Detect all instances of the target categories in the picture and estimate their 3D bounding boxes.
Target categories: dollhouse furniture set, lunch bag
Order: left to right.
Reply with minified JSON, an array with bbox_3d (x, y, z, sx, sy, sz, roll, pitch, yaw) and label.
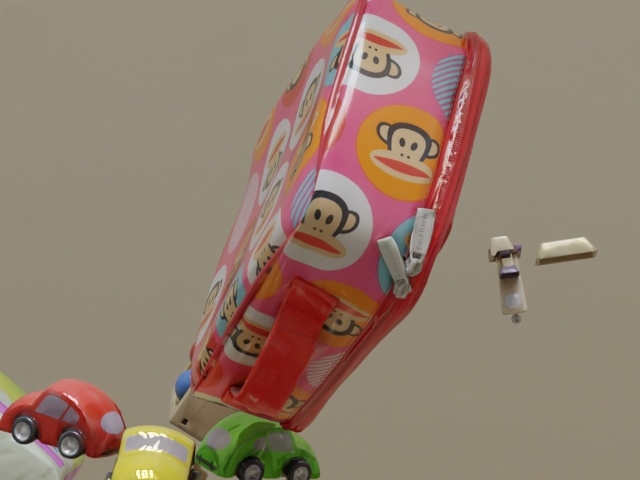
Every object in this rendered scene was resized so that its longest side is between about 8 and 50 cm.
[{"bbox_3d":[0.000,0.000,0.918,0.120,0.258,0.293,23,-35,-8],"label":"lunch bag"},{"bbox_3d":[0.237,0.038,1.406,0.114,0.091,0.081,-8,-105,4],"label":"dollhouse furniture set"}]

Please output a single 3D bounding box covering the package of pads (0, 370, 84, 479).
[{"bbox_3d":[-0.354,0.142,1.217,0.296,0.229,0.101,41,-96,0],"label":"package of pads"}]

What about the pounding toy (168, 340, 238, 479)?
[{"bbox_3d":[-0.118,0.168,1.428,0.094,0.181,0.206,34,-86,-9],"label":"pounding toy"}]

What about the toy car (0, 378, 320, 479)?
[{"bbox_3d":[-0.097,0.149,1.005,0.225,0.239,0.053,8,-85,-35],"label":"toy car"}]
